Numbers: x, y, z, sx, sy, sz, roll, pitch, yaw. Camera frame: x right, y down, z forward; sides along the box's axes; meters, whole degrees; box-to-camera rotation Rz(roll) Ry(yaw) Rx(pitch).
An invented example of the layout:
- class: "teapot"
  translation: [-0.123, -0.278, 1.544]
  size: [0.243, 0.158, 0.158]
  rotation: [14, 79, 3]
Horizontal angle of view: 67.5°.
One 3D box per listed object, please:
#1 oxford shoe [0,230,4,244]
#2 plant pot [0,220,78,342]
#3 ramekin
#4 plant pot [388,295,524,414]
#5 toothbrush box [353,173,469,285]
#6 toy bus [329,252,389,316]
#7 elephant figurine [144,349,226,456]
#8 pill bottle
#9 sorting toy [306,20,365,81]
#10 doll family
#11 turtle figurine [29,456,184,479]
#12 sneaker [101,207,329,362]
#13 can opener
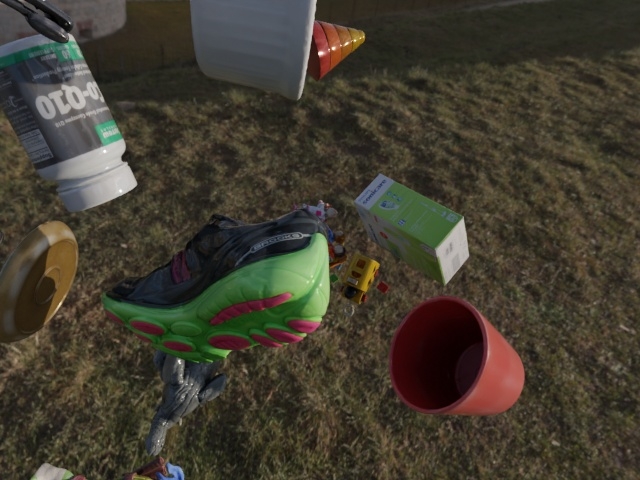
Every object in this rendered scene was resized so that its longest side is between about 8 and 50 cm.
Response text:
- class: "oxford shoe"
  translation: [-0.877, 0.025, 1.143]
  size: [0.083, 0.096, 0.227]
  rotation: [32, 48, 18]
- class: "plant pot"
  translation: [-0.511, 0.079, 0.879]
  size: [0.032, 0.236, 0.236]
  rotation: [19, 33, -3]
- class: "ramekin"
  translation: [-0.078, -0.327, 0.602]
  size: [0.135, 0.277, 0.277]
  rotation: [4, 34, -8]
- class: "plant pot"
  translation: [0.343, 0.301, 1.159]
  size: [0.243, 0.275, 0.275]
  rotation: [29, 21, -35]
- class: "toothbrush box"
  translation: [0.253, -0.031, 1.326]
  size: [0.122, 0.206, 0.283]
  rotation: [-46, 55, -11]
- class: "toy bus"
  translation: [0.127, 0.143, 1.694]
  size: [0.191, 0.104, 0.202]
  rotation: [-24, 73, 11]
- class: "elephant figurine"
  translation: [-0.288, 0.315, 1.049]
  size: [0.169, 0.186, 0.239]
  rotation: [-3, 13, -11]
- class: "pill bottle"
  translation: [-0.581, -0.261, 1.096]
  size: [0.204, 0.361, 0.204]
  rotation: [-17, 22, 7]
- class: "sorting toy"
  translation: [0.014, -0.486, 0.872]
  size: [0.126, 0.365, 0.127]
  rotation: [-19, 39, -12]
- class: "doll family"
  translation: [0.000, 0.000, 1.421]
  size: [0.163, 0.118, 0.263]
  rotation: [3, 43, -12]
- class: "turtle figurine"
  translation: [-0.397, 0.520, 0.854]
  size: [0.266, 0.198, 0.274]
  rotation: [13, 64, -1]
- class: "sneaker"
  translation: [-0.169, 0.072, 0.776]
  size: [0.483, 0.185, 0.202]
  rotation: [-12, 43, 34]
- class: "can opener"
  translation: [-0.524, -0.420, 0.833]
  size: [0.186, 0.059, 0.073]
  rotation: [33, 5, -42]
